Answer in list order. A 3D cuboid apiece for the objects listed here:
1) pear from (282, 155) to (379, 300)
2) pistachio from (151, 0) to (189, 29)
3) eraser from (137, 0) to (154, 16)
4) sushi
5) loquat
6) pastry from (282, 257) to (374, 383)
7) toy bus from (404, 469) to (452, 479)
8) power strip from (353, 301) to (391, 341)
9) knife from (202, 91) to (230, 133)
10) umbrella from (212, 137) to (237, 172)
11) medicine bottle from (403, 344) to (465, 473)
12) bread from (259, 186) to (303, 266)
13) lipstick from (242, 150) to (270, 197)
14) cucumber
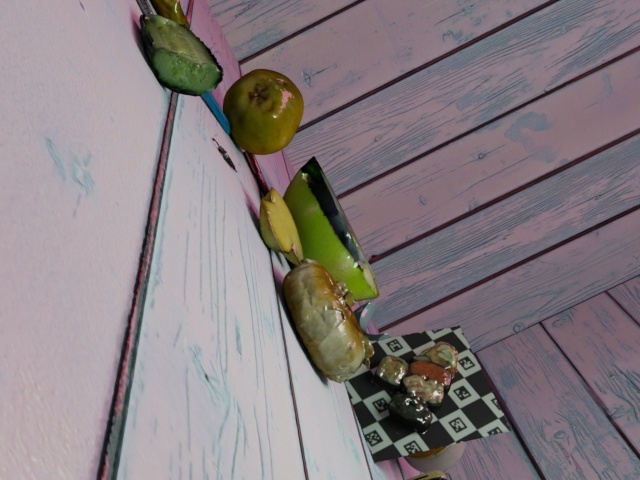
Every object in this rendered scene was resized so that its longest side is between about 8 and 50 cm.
[{"bbox_3d":[-0.001,0.005,1.930,0.399,0.165,0.399,63,4,-9],"label":"pear"},{"bbox_3d":[-0.342,-0.520,1.680,0.089,0.049,0.173,26,-29,55],"label":"pistachio"},{"bbox_3d":[-0.348,-0.469,1.499,0.099,0.019,0.027,63,4,-3],"label":"eraser"},{"bbox_3d":[0.231,0.322,1.766,0.069,0.339,0.320,95,-18,-45],"label":"sushi"},{"bbox_3d":[-0.144,-0.315,1.936,0.246,0.213,0.214,92,-27,-77],"label":"loquat"},{"bbox_3d":[0.016,0.154,1.537,0.257,0.120,0.236,64,4,7],"label":"pastry"},{"bbox_3d":[0.241,0.603,1.540,0.157,0.139,0.290,-101,168,-57],"label":"toy bus"},{"bbox_3d":[0.111,0.244,2.084,0.044,0.137,0.216,55,3,-26],"label":"power strip"},{"bbox_3d":[-0.257,-0.324,1.742,0.296,0.026,0.044,62,6,-62],"label":"knife"},{"bbox_3d":[-0.199,-0.177,1.628,0.022,0.013,0.122,40,-10,36],"label":"umbrella"},{"bbox_3d":[0.248,0.444,1.997,0.384,0.224,0.224,61,5,-45],"label":"medicine bottle"},{"bbox_3d":[-0.093,-0.011,1.663,0.149,0.065,0.188,-87,156,-59],"label":"bread"},{"bbox_3d":[-0.152,-0.152,1.985,0.027,0.027,0.177,-70,135,-84],"label":"lipstick"},{"bbox_3d":[-0.256,-0.322,1.342,0.193,0.115,0.086,61,-42,36],"label":"cucumber"}]
